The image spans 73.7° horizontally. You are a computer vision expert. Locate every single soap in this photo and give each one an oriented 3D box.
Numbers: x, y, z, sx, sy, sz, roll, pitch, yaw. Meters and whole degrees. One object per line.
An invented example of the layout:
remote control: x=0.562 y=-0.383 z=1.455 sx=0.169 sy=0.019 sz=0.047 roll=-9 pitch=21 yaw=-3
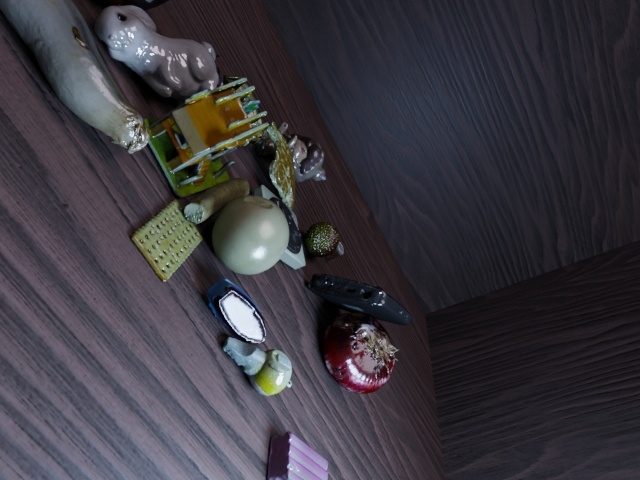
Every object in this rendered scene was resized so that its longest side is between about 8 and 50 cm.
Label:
soap: x=-0.054 y=0.601 z=1.116 sx=0.203 sy=0.065 sz=0.122 roll=53 pitch=23 yaw=-33

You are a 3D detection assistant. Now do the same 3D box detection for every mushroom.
mushroom: x=-0.521 y=-0.373 z=0.933 sx=0.398 sy=0.125 sz=0.177 roll=61 pitch=11 yaw=-4

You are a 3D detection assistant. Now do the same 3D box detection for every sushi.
sushi: x=-0.320 y=-0.508 z=1.649 sx=0.139 sy=0.131 sz=0.291 roll=-13 pitch=86 yaw=-48

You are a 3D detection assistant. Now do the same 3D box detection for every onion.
onion: x=0.132 y=0.426 z=1.618 sx=0.313 sy=0.232 sz=0.314 roll=25 pitch=45 yaw=-28

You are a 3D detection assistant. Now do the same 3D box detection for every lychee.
lychee: x=0.000 y=0.000 z=1.851 sx=0.171 sy=0.171 sz=0.171 roll=53 pitch=23 yaw=-34

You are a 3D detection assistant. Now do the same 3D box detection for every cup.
cup: x=0.051 y=0.037 z=2.012 sx=0.074 sy=0.099 sz=0.102 roll=34 pitch=37 yaw=-58

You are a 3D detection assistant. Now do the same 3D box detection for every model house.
model house: x=-0.270 y=-0.309 z=1.247 sx=0.243 sy=0.312 sz=0.358 roll=66 pitch=18 yaw=-7

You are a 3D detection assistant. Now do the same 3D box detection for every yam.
yam: x=-0.301 y=-0.130 z=1.281 sx=0.083 sy=0.083 sz=0.371 roll=62 pitch=15 yaw=-11

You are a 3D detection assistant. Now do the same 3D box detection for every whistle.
whistle: x=-0.166 y=0.330 z=1.116 sx=0.223 sy=0.123 sz=0.123 roll=37 pitch=29 yaw=-19

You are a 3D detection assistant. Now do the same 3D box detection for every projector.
projector: x=-0.148 y=-0.050 z=1.612 sx=0.259 sy=0.079 sz=0.258 roll=42 pitch=29 yaw=-53

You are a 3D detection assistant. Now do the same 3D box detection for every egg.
egg: x=-0.198 y=-0.018 z=1.228 sx=0.219 sy=0.218 sz=0.269 roll=56 pitch=19 yaw=-28

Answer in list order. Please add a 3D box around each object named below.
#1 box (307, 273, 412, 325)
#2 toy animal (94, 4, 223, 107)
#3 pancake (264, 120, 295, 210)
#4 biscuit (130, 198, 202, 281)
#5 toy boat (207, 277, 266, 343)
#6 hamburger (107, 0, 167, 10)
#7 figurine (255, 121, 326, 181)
box: x=0.160 y=0.242 z=1.711 sx=0.350 sy=0.358 sz=0.091 roll=39 pitch=67 yaw=-51
toy animal: x=-0.459 y=-0.535 z=1.222 sx=0.357 sy=0.193 sz=0.258 roll=30 pitch=49 yaw=-48
pancake: x=-0.167 y=-0.286 z=1.727 sx=0.197 sy=0.054 sz=0.378 roll=-37 pitch=120 yaw=-65
biscuit: x=-0.373 y=-0.009 z=1.061 sx=0.139 sy=0.016 sz=0.231 roll=61 pitch=20 yaw=-19
toy boat: x=-0.220 y=0.194 z=1.137 sx=0.097 sy=0.100 sz=0.223 roll=29 pitch=-25 yaw=54
hamburger: x=-0.512 y=-0.829 z=1.194 sx=0.250 sy=0.329 sz=0.330 roll=58 pitch=20 yaw=-16
figurine: x=-0.136 y=-0.389 z=1.904 sx=0.380 sy=0.203 sz=0.248 roll=16 pitch=36 yaw=-49
